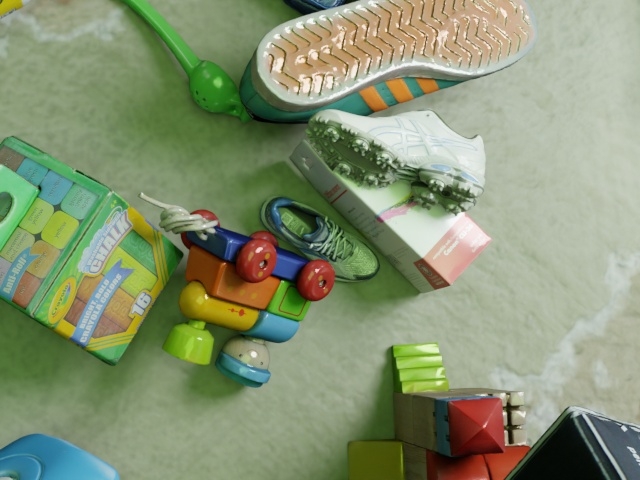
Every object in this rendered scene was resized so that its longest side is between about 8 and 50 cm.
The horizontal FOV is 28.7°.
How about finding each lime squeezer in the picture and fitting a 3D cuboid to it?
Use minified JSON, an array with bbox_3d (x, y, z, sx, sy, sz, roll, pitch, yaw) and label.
[{"bbox_3d":[-0.064,-0.167,1.272,0.310,0.059,0.110,15,51,-6],"label":"lime squeezer"}]

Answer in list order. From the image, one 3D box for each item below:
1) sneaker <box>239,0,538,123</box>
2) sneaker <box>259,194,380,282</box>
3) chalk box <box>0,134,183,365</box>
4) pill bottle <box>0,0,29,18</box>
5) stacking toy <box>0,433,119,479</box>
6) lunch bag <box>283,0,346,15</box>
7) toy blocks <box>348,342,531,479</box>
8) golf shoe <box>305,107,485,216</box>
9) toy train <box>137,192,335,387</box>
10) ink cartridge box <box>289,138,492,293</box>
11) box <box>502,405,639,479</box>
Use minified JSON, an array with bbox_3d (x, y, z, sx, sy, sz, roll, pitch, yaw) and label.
[{"bbox_3d":[0.060,-0.180,1.212,0.302,0.121,0.108,-14,84,-21],"label":"sneaker"},{"bbox_3d":[0.000,0.000,1.253,0.135,0.058,0.052,29,82,-5],"label":"sneaker"},{"bbox_3d":[-0.242,0.004,1.125,0.132,0.213,0.132,28,81,24],"label":"chalk box"},{"bbox_3d":[-0.352,-0.256,1.198,0.208,0.119,0.119,-33,90,-9],"label":"pill bottle"},{"bbox_3d":[-0.239,0.343,1.139,0.166,0.175,0.301,-36,119,-34],"label":"stacking toy"},{"bbox_3d":[0.007,-0.278,1.276,0.067,0.065,0.098,29,82,-4],"label":"lunch bag"},{"bbox_3d":[0.143,0.284,1.145,0.191,0.261,0.381,-2,85,-8],"label":"toy blocks"},{"bbox_3d":[0.073,-0.091,1.163,0.176,0.069,0.086,23,61,-12],"label":"golf shoe"},{"bbox_3d":[-0.108,0.050,1.162,0.248,0.105,0.143,20,94,-49],"label":"toy train"},{"bbox_3d":[0.065,-0.041,1.237,0.198,0.115,0.067,44,79,-3],"label":"ink cartridge box"},{"bbox_3d":[0.267,0.424,0.920,0.472,0.297,0.480,18,120,-31],"label":"box"}]
